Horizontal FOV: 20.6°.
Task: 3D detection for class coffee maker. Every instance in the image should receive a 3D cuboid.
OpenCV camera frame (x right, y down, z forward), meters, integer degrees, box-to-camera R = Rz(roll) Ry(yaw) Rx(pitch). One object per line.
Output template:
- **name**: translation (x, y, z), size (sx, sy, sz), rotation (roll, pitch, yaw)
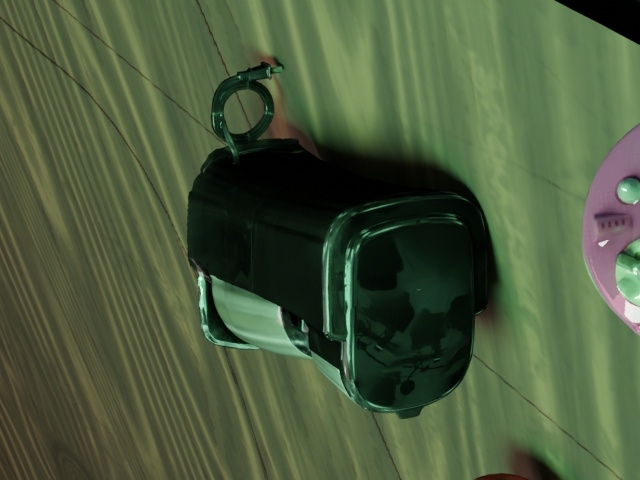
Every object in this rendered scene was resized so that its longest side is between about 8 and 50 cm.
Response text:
- **coffee maker**: translation (0.000, 0.000, 1.000), size (0.178, 0.120, 0.171), rotation (16, 135, 58)

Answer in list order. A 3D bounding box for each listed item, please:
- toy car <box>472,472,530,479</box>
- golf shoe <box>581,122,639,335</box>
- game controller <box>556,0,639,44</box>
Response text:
- **toy car**: translation (0.152, 0.248, 1.127), size (0.239, 0.053, 0.225), rotation (56, 159, 1)
- **golf shoe**: translation (0.230, 0.066, 0.658), size (0.306, 0.115, 0.140), rotation (47, -173, 9)
- **game controller**: translation (0.128, -0.123, 0.620), size (0.319, 0.067, 0.166), rotation (37, 152, 41)
